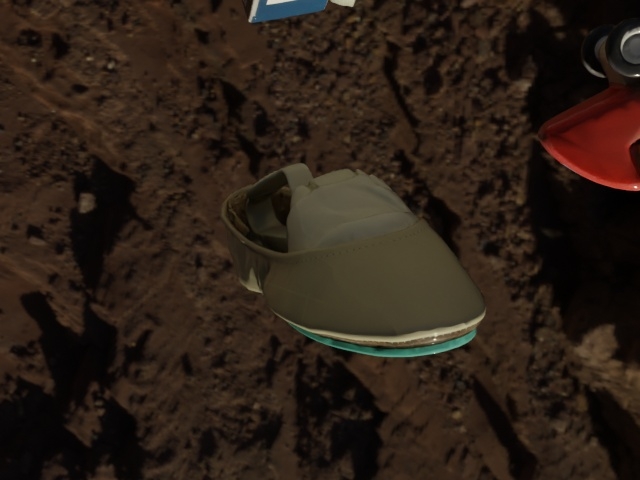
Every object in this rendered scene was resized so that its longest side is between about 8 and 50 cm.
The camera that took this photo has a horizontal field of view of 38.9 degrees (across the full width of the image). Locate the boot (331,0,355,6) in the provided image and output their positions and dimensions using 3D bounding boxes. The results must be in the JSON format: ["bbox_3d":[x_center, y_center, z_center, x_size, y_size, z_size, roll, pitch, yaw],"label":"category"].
[{"bbox_3d":[-0.039,-0.251,0.675,0.244,0.176,0.088,-44,156,-81],"label":"boot"}]

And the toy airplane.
[{"bbox_3d":[0.485,-0.116,0.979,0.386,0.384,0.273,-14,102,-40],"label":"toy airplane"}]

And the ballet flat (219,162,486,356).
[{"bbox_3d":[0.000,0.000,0.474,0.086,0.248,0.086,-2,94,-22],"label":"ballet flat"}]

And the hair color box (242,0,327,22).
[{"bbox_3d":[-0.075,-0.452,1.049,0.105,0.174,0.347,-14,78,-17],"label":"hair color box"}]
